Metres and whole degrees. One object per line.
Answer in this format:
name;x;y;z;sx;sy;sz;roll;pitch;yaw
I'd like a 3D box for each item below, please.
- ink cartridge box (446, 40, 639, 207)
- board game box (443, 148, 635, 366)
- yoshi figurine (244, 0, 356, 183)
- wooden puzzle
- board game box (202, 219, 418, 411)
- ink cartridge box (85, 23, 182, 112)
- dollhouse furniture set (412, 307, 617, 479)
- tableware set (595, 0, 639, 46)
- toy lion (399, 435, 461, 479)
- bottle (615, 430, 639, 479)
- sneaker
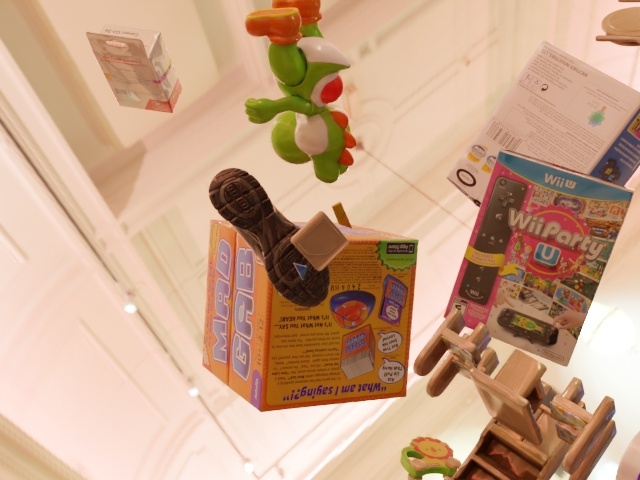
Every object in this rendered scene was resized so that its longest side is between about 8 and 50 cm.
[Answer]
ink cartridge box;0.434;-0.147;1.527;0.151;0.270;0.395;21;-71;-45
board game box;0.360;0.024;1.313;0.097;0.224;0.303;-13;-59;-66
yoshi figurine;-0.052;-0.276;1.496;0.204;0.203;0.362;-20;-60;-6
wooden puzzle;0.000;0.000;1.198;0.116;0.014;0.078;-38;-66;-8
board game box;-0.035;0.148;1.777;0.357;0.356;0.356;1;-83;-28
ink cartridge box;-0.337;-0.325;1.436;0.198;0.115;0.067;80;-157;-61
dollhouse furniture set;0.221;0.238;0.955;0.161;0.212;0.242;-50;-36;-13
tableware set;0.475;-0.276;1.045;0.128;0.194;0.039;-52;-39;-36
toy lion;0.168;0.341;1.239;0.100;0.096;0.034;4;-72;-23
bottle;0.376;0.247;0.620;0.092;0.283;0.118;-12;-59;-41
sneaker;-0.083;-0.007;1.386;0.109;0.286;0.130;-36;4;-4
